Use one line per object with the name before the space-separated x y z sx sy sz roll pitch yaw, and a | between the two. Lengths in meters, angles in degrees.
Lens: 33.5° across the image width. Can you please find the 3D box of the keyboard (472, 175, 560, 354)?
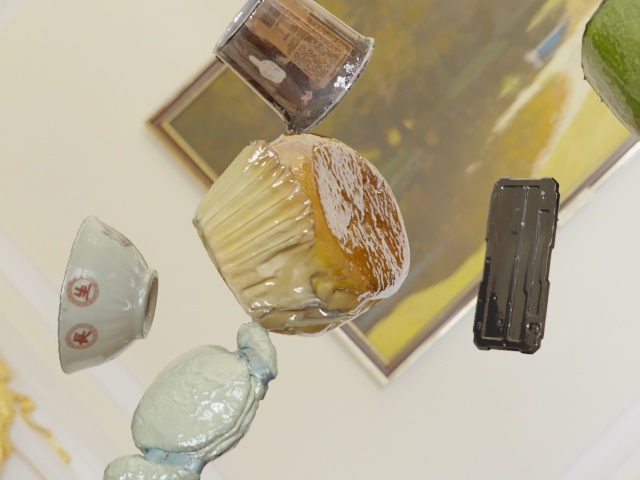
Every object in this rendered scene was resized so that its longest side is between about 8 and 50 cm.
keyboard | 0.281 0.032 1.515 0.016 0.106 0.262 35 -119 -57

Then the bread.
bread | -0.007 -0.011 1.314 0.183 0.236 0.388 -34 -6 13

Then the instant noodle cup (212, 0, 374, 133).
instant noodle cup | -0.052 -0.319 1.796 0.217 0.207 0.217 -46 18 19

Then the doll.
doll | -0.111 0.152 0.966 0.214 0.103 0.071 -47 -45 -31

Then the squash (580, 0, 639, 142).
squash | 0.557 -0.208 1.524 0.310 0.310 0.309 -49 30 35

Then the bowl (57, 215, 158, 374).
bowl | -0.431 0.126 2.235 0.337 0.157 0.337 8 -90 -89
